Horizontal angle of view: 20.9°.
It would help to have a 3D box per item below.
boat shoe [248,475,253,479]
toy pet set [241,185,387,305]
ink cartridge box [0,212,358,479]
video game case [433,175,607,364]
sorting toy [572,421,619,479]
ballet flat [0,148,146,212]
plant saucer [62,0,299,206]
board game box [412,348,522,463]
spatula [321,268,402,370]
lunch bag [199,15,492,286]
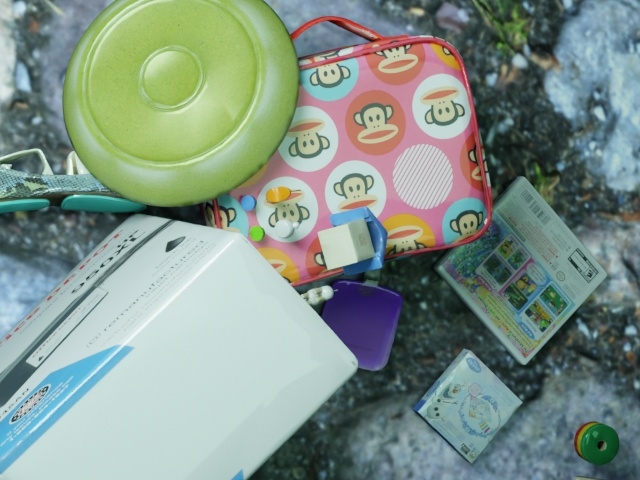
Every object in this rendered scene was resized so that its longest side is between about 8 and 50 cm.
[{"bbox_3d":[-0.091,0.213,1.781,0.080,0.076,0.228,33,84,-19],"label":"boat shoe"},{"bbox_3d":[0.000,0.000,1.679,0.065,0.114,0.122,-17,92,-60],"label":"toy pet set"},{"bbox_3d":[-0.174,0.131,1.577,0.285,0.395,0.166,-44,105,-11],"label":"ink cartridge box"},{"bbox_3d":[0.221,0.033,1.907,0.143,0.019,0.157,-46,108,-10],"label":"video game case"},{"bbox_3d":[0.324,0.344,1.957,0.132,0.046,0.274,10,91,-20],"label":"sorting toy"},{"bbox_3d":[-0.260,-0.060,1.705,0.188,0.070,0.070,-1,95,-23],"label":"ballet flat"},{"bbox_3d":[-0.141,-0.153,1.678,0.241,0.037,0.240,-3,74,11],"label":"plant saucer"},{"bbox_3d":[0.161,0.181,1.898,0.090,0.020,0.090,45,80,-17],"label":"board game box"},{"bbox_3d":[0.063,-0.010,1.839,0.084,0.030,0.296,13,90,-9],"label":"spatula"},{"bbox_3d":[0.014,-0.096,1.750,0.293,0.120,0.258,-12,96,-9],"label":"lunch bag"}]
